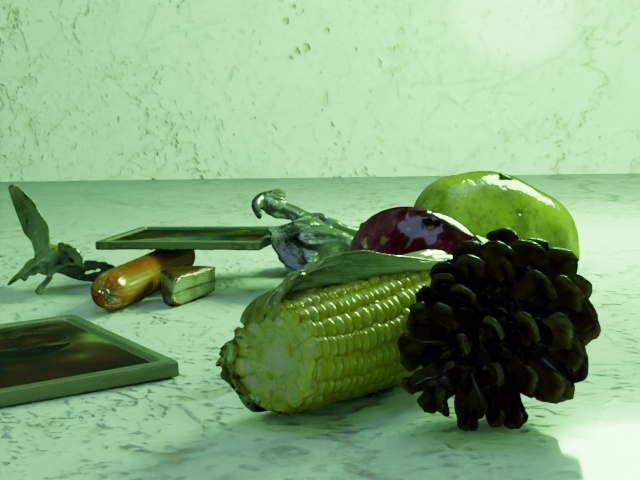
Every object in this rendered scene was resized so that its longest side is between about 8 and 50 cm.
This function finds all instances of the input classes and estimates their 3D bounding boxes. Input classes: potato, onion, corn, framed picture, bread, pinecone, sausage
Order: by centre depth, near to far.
[{"bbox_3d":[0.140,0.085,0.949,0.163,0.162,0.165,7,31,43],"label":"pinecone"},{"bbox_3d":[0.040,0.082,1.059,0.305,0.122,0.123,-10,-23,-49],"label":"corn"},{"bbox_3d":[-0.308,0.124,1.201,0.211,0.020,0.290,-7,11,-32],"label":"framed picture"},{"bbox_3d":[0.116,0.039,1.294,0.177,0.153,0.177,1,-3,0],"label":"onion"},{"bbox_3d":[-0.192,0.059,1.532,0.062,0.043,0.109,5,11,24],"label":"bread"},{"bbox_3d":[-0.243,0.047,1.592,0.053,0.053,0.348,1,8,12],"label":"sausage"},{"bbox_3d":[-0.183,-0.004,1.679,0.250,0.016,0.184,0,7,14],"label":"framed picture"},{"bbox_3d":[0.284,-0.050,1.793,0.272,0.111,0.160,13,4,-6],"label":"potato"}]

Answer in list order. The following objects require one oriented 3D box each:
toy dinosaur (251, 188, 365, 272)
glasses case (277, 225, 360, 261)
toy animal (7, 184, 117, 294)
[{"bbox_3d":[-0.002,0.006,1.598,0.162,0.077,0.294,4,19,-21],"label":"toy dinosaur"},{"bbox_3d":[0.074,0.011,1.751,0.283,0.067,0.109,-4,6,-5],"label":"glasses case"},{"bbox_3d":[-0.401,0.032,1.617,0.155,0.219,0.095,-36,22,13],"label":"toy animal"}]
